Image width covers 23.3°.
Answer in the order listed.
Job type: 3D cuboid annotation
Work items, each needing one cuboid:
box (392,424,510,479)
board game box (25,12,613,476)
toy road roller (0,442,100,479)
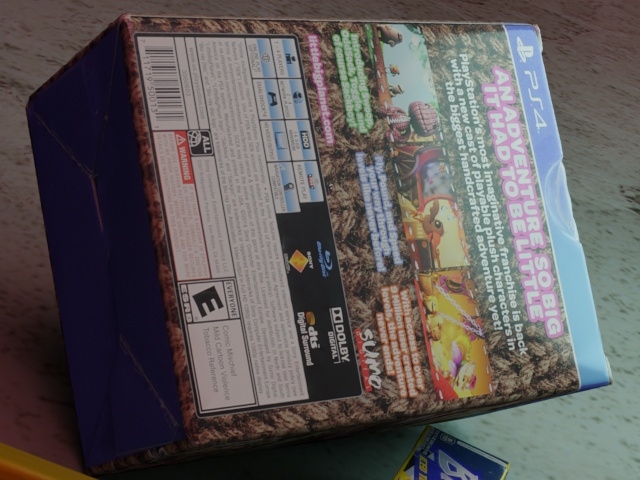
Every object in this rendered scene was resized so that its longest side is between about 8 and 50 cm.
[{"bbox_3d":[0.054,0.173,0.876,0.059,0.054,0.169,25,29,11],"label":"box"},{"bbox_3d":[0.000,0.000,0.922,0.291,0.141,0.232,-3,78,-33],"label":"board game box"},{"bbox_3d":[-0.197,0.154,0.586,0.329,0.202,0.240,26,-8,-24],"label":"toy road roller"}]
